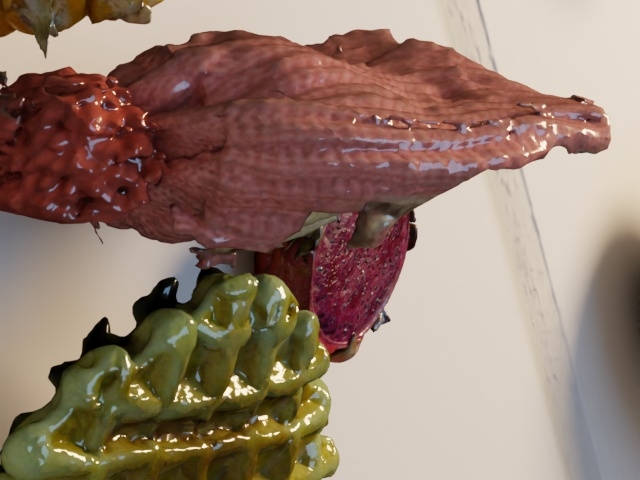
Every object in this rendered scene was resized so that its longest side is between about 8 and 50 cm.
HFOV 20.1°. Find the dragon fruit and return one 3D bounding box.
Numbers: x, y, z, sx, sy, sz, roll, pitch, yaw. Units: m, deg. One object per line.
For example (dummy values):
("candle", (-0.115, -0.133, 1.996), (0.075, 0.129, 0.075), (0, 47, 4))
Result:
("dragon fruit", (-0.001, 0.005, 1.006), (0.112, 0.068, 0.126), (-49, 143, -30))

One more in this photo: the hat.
("hat", (-0.033, -0.043, 0.832), (0.286, 0.236, 0.107), (-10, 101, -42))

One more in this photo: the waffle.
("waffle", (-0.074, 0.115, 0.856), (0.214, 0.054, 0.208), (-45, 140, -21))

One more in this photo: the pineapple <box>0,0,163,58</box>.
("pineapple", (-0.072, -0.172, 0.824), (0.233, 0.135, 0.079), (-61, 139, -37))
